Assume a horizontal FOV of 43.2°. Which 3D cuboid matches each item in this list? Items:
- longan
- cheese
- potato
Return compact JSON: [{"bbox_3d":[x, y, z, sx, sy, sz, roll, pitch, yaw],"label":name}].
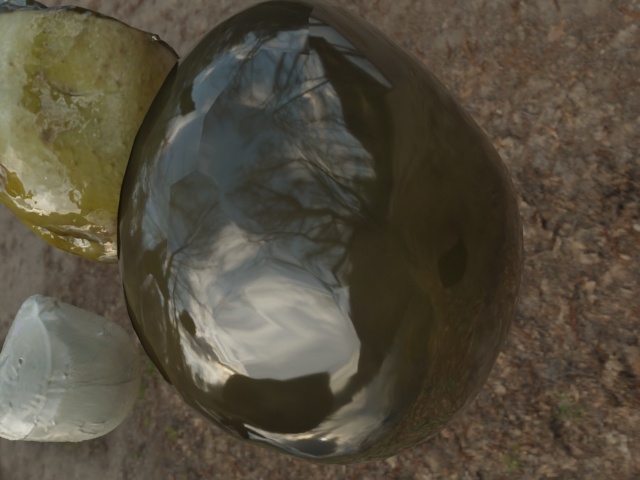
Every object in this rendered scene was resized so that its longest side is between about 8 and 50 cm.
[{"bbox_3d":[0.000,0.000,0.691,0.336,0.404,0.404,-7,71,13],"label":"longan"},{"bbox_3d":[-0.345,0.187,1.129,0.154,0.189,0.198,14,88,50],"label":"cheese"},{"bbox_3d":[-0.244,-0.094,0.849,0.242,0.285,0.242,-4,70,10],"label":"potato"}]
